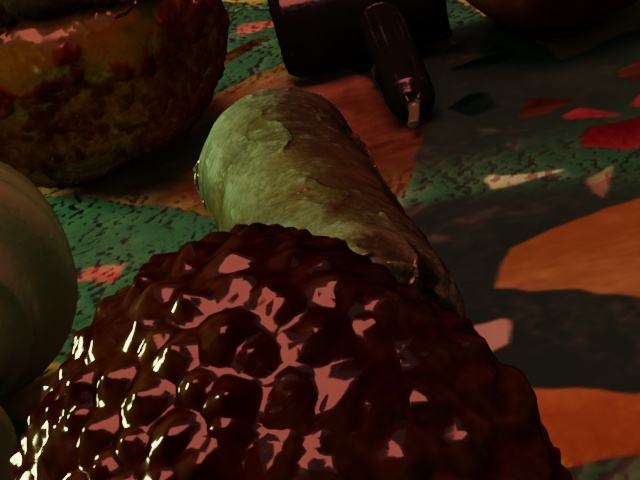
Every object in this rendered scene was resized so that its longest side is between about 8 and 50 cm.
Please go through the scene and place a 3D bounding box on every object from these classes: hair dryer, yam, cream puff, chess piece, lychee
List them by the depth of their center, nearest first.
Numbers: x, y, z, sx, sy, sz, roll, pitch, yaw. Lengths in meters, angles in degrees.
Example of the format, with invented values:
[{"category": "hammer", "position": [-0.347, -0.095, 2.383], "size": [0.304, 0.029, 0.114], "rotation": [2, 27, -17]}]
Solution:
[{"category": "lychee", "position": [-0.017, 0.093, 0.497], "size": [0.188, 0.188, 0.188], "rotation": [-12, 23, 5]}, {"category": "chess piece", "position": [-0.168, 0.080, 0.691], "size": [0.139, 0.139, 0.271], "rotation": [-15, 35, -2]}, {"category": "yam", "position": [0.000, 0.000, 0.783], "size": [0.093, 0.093, 0.259], "rotation": [-17, 24, -6]}, {"category": "cream puff", "position": [-0.171, -0.120, 1.068], "size": [0.240, 0.164, 0.240], "rotation": [-2, 13, 1]}, {"category": "hair dryer", "position": [0.037, -0.126, 1.093], "size": [0.124, 0.071, 0.219], "rotation": [-16, 32, 0]}]

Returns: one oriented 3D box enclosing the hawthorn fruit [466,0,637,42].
[{"category": "hawthorn fruit", "position": [0.158, -0.231, 1.119], "size": [0.185, 0.185, 0.202], "rotation": [-11, 4, 7]}]
